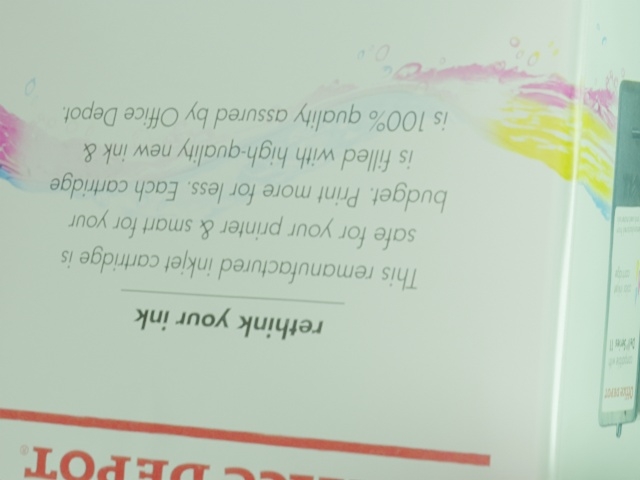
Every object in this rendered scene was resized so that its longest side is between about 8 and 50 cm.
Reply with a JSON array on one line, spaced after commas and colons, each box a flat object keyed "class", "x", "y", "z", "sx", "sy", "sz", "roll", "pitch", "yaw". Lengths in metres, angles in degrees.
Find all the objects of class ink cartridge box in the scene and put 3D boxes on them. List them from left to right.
[{"class": "ink cartridge box", "x": 0.000, "y": 0.000, "z": 0.588, "sx": 0.207, "sy": 0.119, "sz": 0.353, "roll": 3, "pitch": 85, "yaw": 24}]
